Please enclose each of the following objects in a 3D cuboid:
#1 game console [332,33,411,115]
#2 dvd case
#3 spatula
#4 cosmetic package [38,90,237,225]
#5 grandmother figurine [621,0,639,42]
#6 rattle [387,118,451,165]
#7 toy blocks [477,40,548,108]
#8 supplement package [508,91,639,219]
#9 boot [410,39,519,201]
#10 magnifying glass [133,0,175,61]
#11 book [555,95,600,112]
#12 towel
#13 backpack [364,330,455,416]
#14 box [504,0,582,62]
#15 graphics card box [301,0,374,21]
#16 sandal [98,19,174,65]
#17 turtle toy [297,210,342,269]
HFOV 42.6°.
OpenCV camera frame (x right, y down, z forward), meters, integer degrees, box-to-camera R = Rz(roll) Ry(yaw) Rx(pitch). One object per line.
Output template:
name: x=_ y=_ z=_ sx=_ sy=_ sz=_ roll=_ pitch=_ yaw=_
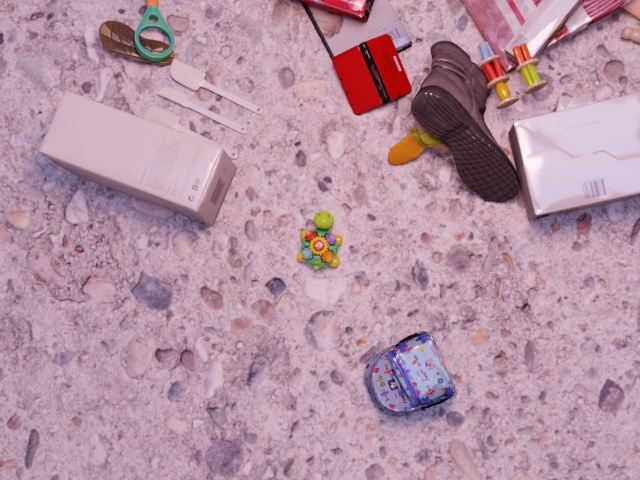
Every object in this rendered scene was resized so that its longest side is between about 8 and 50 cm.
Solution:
game console: x=0.117 y=-0.375 z=1.857 sx=0.124 sy=0.085 sz=0.144 roll=-28 pitch=98 yaw=-31
dvd case: x=0.075 y=-0.516 z=1.891 sx=0.180 sy=0.022 sz=0.253 roll=-27 pitch=81 yaw=-1
spatula: x=-0.269 y=-0.292 z=1.885 sx=0.242 sy=0.019 sz=0.168 roll=27 pitch=83 yaw=3
cosmetic package: x=-0.389 y=-0.172 z=1.785 sx=0.365 sy=0.197 sz=0.155 roll=22 pitch=84 yaw=5
grandmother figurine: x=0.761 y=-0.518 z=1.816 sx=0.342 sy=0.104 sz=0.208 roll=43 pitch=114 yaw=5
rattle: x=0.227 y=-0.278 z=1.844 sx=0.130 sy=0.142 sz=0.200 roll=9 pitch=64 yaw=-27
toy blocks: x=0.400 y=-0.372 z=1.747 sx=0.123 sy=0.054 sz=0.148 roll=-28 pitch=79 yaw=33
supplement package: x=0.550 y=-0.171 z=1.726 sx=0.261 sy=0.145 sz=0.204 roll=-12 pitch=86 yaw=7
boot: x=0.342 y=-0.263 z=1.779 sx=0.338 sy=0.118 sz=0.223 roll=49 pitch=44 yaw=-25
magnifying glass: x=-0.386 y=-0.518 z=1.896 sx=0.092 sy=0.026 sz=0.231 roll=0 pitch=68 yaw=-19
book: x=0.560 y=-0.241 z=1.819 sx=0.096 sy=0.035 sz=0.144 roll=11 pitch=86 yaw=6
towel: x=0.499 y=-0.553 z=1.822 sx=0.329 sy=0.037 sz=0.237 roll=-29 pitch=81 yaw=15
backpack: x=0.180 y=0.287 z=1.724 sx=0.173 sy=0.117 sz=0.158 roll=-22 pitch=80 yaw=3
box: x=0.522 y=-0.516 z=1.762 sx=0.067 sy=0.063 sz=0.324 roll=39 pitch=100 yaw=13
graphics card box: x=0.055 y=-0.700 z=1.827 sx=0.232 sy=0.094 sz=0.371 roll=20 pitch=97 yaw=8
sandal: x=-0.427 y=-0.448 z=1.902 sx=0.180 sy=0.049 sz=0.072 roll=20 pitch=76 yaw=-9
turtle toy: x=0.000 y=0.000 z=1.799 sx=0.095 sy=0.066 sz=0.130 roll=8 pitch=83 yaw=5
